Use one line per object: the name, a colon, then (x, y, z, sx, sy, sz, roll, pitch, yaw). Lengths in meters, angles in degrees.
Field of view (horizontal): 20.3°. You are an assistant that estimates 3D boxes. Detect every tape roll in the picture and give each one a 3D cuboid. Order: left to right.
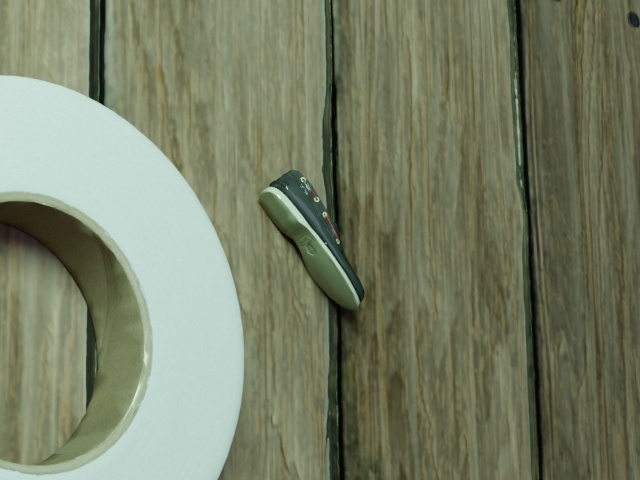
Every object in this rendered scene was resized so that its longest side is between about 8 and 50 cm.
tape roll: (-0.226, 0.074, 1.309, 0.392, 0.072, 0.392, 12, 71, -39)

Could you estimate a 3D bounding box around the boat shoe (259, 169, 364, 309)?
boat shoe: (0.001, 0.000, 1.543, 0.042, 0.049, 0.133, -41, 101, -32)
